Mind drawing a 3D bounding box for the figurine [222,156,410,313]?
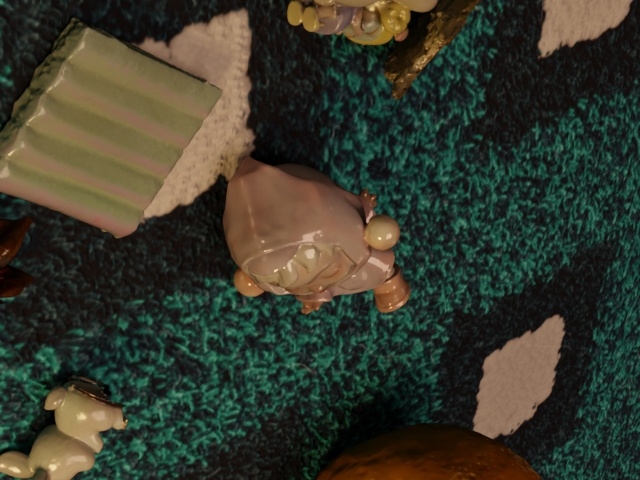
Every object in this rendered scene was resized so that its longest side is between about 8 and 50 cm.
[{"bbox_3d":[0.000,0.000,1.506,0.276,0.200,0.133,24,53,-56],"label":"figurine"}]

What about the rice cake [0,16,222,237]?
[{"bbox_3d":[-0.193,-0.097,1.282,0.189,0.037,0.198,-57,145,-1],"label":"rice cake"}]

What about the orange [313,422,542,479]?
[{"bbox_3d":[0.127,0.380,1.799,0.340,0.293,0.340,-26,157,-12],"label":"orange"}]

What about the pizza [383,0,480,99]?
[{"bbox_3d":[0.115,-0.217,1.459,0.181,0.034,0.262,-45,-172,38],"label":"pizza"}]

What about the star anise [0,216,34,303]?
[{"bbox_3d":[-0.313,0.030,1.218,0.168,0.057,0.168,-32,138,-33],"label":"star anise"}]

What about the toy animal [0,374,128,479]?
[{"bbox_3d":[-0.251,0.199,1.409,0.085,0.071,0.124,21,99,-55],"label":"toy animal"}]

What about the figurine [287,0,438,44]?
[{"bbox_3d":[0.069,-0.268,1.392,0.235,0.127,0.155,-2,100,-53],"label":"figurine"}]
